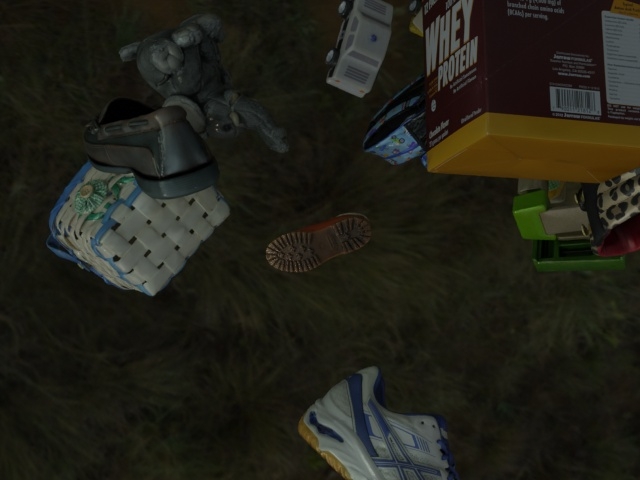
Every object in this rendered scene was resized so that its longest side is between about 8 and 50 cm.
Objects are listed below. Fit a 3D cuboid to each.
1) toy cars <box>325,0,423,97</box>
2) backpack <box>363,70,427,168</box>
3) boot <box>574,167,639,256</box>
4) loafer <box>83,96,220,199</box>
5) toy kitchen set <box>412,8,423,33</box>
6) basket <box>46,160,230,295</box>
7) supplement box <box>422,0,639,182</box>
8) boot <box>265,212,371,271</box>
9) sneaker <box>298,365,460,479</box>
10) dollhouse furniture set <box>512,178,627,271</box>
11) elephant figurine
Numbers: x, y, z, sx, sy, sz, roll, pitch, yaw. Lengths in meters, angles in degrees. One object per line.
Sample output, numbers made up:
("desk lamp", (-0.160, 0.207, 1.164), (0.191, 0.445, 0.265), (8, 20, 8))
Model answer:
("toy cars", (0.160, -0.417, 1.724), (0.394, 0.087, 0.176), (-36, 107, -22))
("backpack", (0.159, -0.190, 1.562), (0.173, 0.158, 0.117), (-36, 110, 25))
("boot", (0.313, -0.118, 1.122), (0.138, 0.377, 0.284), (0, 68, -29))
("loafer", (-0.175, -0.111, 0.929), (0.096, 0.267, 0.084), (-23, 115, -23))
("toy kitchen set", (0.280, -0.330, 1.448), (0.122, 0.207, 0.166), (12, 125, -48))
("basket", (-0.285, -0.055, 1.428), (0.255, 0.289, 0.201), (-51, 119, -14))
("supplement box", (0.207, -0.166, 0.868), (0.191, 0.129, 0.194), (3, 79, -16))
("boot", (0.000, 0.000, 1.355), (0.158, 0.084, 0.059), (-16, 102, 10))
("sneaker", (0.112, 0.257, 1.031), (0.131, 0.296, 0.112), (-44, 156, -10))
("dollhouse furniture set", (0.430, -0.122, 1.593), (0.197, 0.151, 0.301), (56, 37, -46))
("elephant figurine", (-0.185, -0.227, 1.498), (0.169, 0.186, 0.239), (-29, 113, -7))
